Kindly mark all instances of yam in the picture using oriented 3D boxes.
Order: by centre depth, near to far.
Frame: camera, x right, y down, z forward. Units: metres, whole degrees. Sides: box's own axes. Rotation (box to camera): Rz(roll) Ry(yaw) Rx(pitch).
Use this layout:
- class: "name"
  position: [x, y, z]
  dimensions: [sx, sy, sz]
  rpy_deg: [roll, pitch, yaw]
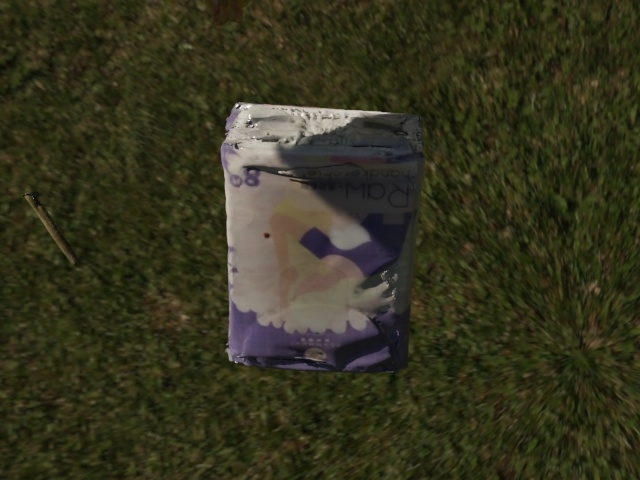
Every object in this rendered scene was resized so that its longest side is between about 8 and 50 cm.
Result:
- class: "yam"
  position: [-0.324, -0.015, 1.428]
  dimensions: [0.014, 0.014, 0.107]
  rpy_deg: [-31, 102, 8]

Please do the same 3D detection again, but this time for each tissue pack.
- class: "tissue pack"
  position: [0.000, 0.000, 1.475]
  dimensions: [0.242, 0.125, 0.344]
  rpy_deg: [4, 123, 3]

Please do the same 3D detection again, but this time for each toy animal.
- class: "toy animal"
  position: [-0.119, -0.323, 1.548]
  dimensions: [0.083, 0.159, 0.070]
  rpy_deg: [-29, 113, 13]
